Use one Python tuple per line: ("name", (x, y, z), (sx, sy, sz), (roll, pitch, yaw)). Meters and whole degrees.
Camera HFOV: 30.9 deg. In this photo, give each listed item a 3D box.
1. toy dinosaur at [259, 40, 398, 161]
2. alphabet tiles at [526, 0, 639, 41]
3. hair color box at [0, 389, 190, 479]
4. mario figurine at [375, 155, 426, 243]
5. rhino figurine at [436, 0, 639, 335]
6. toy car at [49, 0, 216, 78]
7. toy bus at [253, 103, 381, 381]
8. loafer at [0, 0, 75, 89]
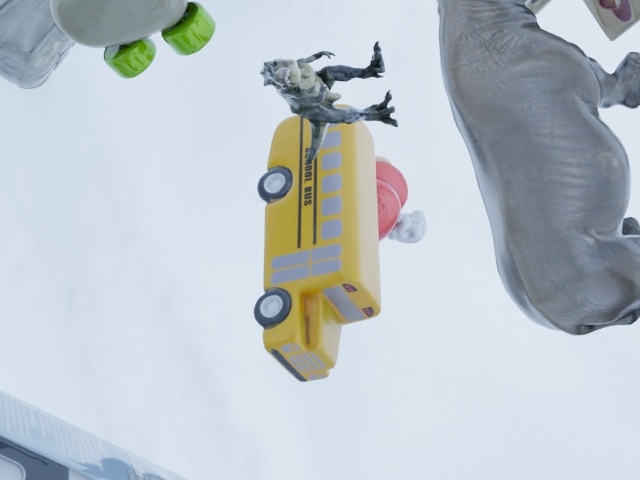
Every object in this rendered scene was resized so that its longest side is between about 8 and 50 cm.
("toy dinosaur", (0.015, -0.148, 1.203), (0.118, 0.064, 0.268), (-12, 163, 7))
("alphabet tiles", (0.193, -0.310, 0.807), (0.011, 0.285, 0.342), (-30, 174, -29))
("hair color box", (-0.214, 0.238, 0.858), (0.374, 0.113, 0.185), (30, 90, -20))
("mario figurine", (0.047, -0.085, 1.720), (0.198, 0.320, 0.170), (0, 99, -19))
("rhino figurine", (0.106, -0.067, 0.563), (0.106, 0.243, 0.073), (-18, 177, -35))
("toy car", (-0.186, -0.287, 1.151), (0.149, 0.188, 0.155), (-16, 137, 29))
("toy bus", (0.000, 0.000, 1.425), (0.130, 0.332, 0.108), (-13, 145, 18))
("loafer", (-0.283, -0.316, 1.322), (0.111, 0.319, 0.112), (36, 152, -10))
